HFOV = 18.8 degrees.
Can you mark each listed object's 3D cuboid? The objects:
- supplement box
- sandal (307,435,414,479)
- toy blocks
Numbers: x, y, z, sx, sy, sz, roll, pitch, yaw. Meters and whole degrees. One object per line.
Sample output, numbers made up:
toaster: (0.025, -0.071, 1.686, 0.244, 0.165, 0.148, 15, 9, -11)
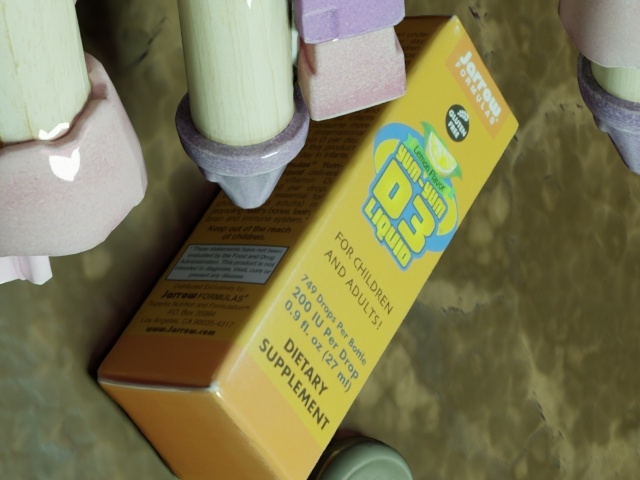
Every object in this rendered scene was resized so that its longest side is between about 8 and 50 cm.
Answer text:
supplement box: (0.000, 0.000, 0.875, 0.078, 0.080, 0.233, 54, 51, -33)
sandal: (0.032, 0.204, 0.915, 0.090, 0.060, 0.219, 7, 84, -46)
toy blocks: (-0.023, -0.120, 0.728, 0.288, 0.309, 0.260, -16, 137, -11)
